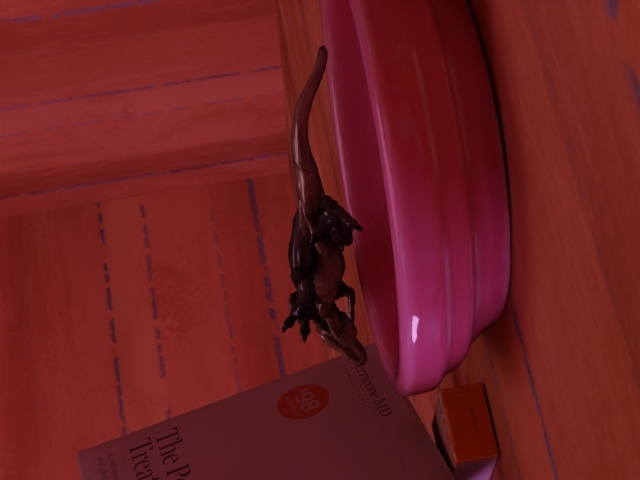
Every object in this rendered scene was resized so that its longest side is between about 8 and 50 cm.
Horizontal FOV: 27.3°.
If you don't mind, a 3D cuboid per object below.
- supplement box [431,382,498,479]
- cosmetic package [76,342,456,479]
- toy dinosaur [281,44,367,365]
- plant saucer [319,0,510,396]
[{"bbox_3d":[0.115,0.160,1.062,0.098,0.036,0.062,87,172,-65],"label":"supplement box"},{"bbox_3d":[-0.020,0.260,1.022,0.377,0.284,0.097,-121,16,-56],"label":"cosmetic package"},{"bbox_3d":[0.000,0.000,0.998,0.118,0.064,0.268,-91,-2,-62],"label":"toy dinosaur"},{"bbox_3d":[0.065,-0.060,0.930,0.332,0.084,0.332,171,90,-87],"label":"plant saucer"}]
